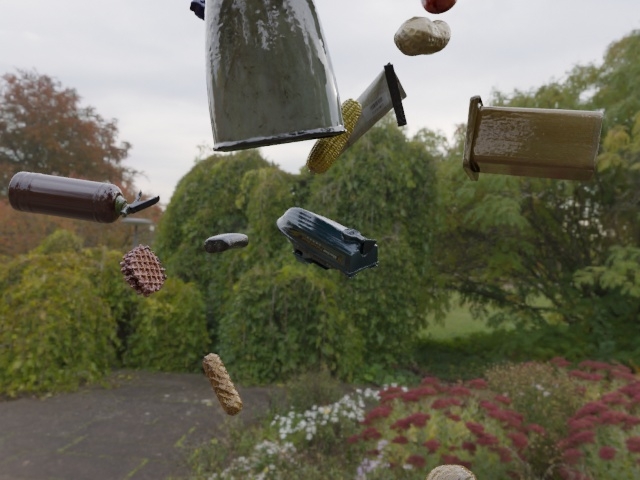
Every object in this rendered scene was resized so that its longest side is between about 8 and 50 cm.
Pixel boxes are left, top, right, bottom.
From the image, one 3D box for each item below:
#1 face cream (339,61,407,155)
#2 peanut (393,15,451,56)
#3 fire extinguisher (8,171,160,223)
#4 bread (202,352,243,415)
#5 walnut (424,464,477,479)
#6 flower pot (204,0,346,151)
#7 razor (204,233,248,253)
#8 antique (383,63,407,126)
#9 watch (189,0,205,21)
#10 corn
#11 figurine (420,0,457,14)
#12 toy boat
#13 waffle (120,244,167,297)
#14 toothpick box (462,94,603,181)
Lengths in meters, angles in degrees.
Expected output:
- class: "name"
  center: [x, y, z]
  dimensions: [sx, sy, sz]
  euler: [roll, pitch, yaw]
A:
- class: "face cream"
  center: [0.134, -0.395, 1.729]
  dimensions: [0.084, 0.341, 0.137]
  euler: [28, -19, 53]
- class: "peanut"
  center: [0.217, -0.429, 1.154]
  dimensions: [0.080, 0.080, 0.174]
  euler: [2, 17, 43]
- class: "fire extinguisher"
  center: [-0.584, -0.110, 1.392]
  dimensions: [0.344, 0.102, 0.138]
  euler: [8, 36, 2]
- class: "bread"
  center: [-0.222, 0.324, 1.250]
  dimensions: [0.044, 0.157, 0.052]
  euler: [-21, -30, -26]
- class: "walnut"
  center: [0.250, 0.478, 1.048]
  dimensions: [0.124, 0.105, 0.105]
  euler: [-7, 4, -26]
- class: "flower pot"
  center: [-0.105, -0.367, 1.178]
  dimensions: [0.293, 0.330, 0.293]
  euler: [-6, 10, 1]
- class: "razor"
  center: [-0.294, 0.006, 1.751]
  dimensions: [0.090, 0.054, 0.148]
  euler: [-4, 4, 26]
- class: "antique"
  center: [0.231, -0.447, 1.700]
  dimensions: [0.031, 0.192, 0.015]
  euler: [-15, 6, 3]
- class: "watch"
  center: [-0.199, -0.646, 1.415]
  dimensions: [0.171, 0.200, 0.196]
  euler: [29, 34, -8]
- class: "corn"
  center: [0.032, -0.250, 1.342]
  dimensions: [0.067, 0.206, 0.067]
  euler: [31, 0, 0]
- class: "figurine"
  center: [0.291, -0.746, 1.401]
  dimensions: [0.261, 0.269, 0.211]
  euler: [48, -1, -24]
- class: "toy boat"
  center: [0.001, 0.004, 1.343]
  dimensions: [0.296, 0.122, 0.114]
  euler: [27, 29, 36]
- class: "waffle"
  center: [-0.273, 0.048, 0.851]
  dimensions: [0.029, 0.075, 0.083]
  euler: [-27, 23, 20]
- class: "toothpick box"
  center: [0.535, -0.247, 1.405]
  dimensions: [0.308, 0.190, 0.187]
  euler: [8, -4, 24]
